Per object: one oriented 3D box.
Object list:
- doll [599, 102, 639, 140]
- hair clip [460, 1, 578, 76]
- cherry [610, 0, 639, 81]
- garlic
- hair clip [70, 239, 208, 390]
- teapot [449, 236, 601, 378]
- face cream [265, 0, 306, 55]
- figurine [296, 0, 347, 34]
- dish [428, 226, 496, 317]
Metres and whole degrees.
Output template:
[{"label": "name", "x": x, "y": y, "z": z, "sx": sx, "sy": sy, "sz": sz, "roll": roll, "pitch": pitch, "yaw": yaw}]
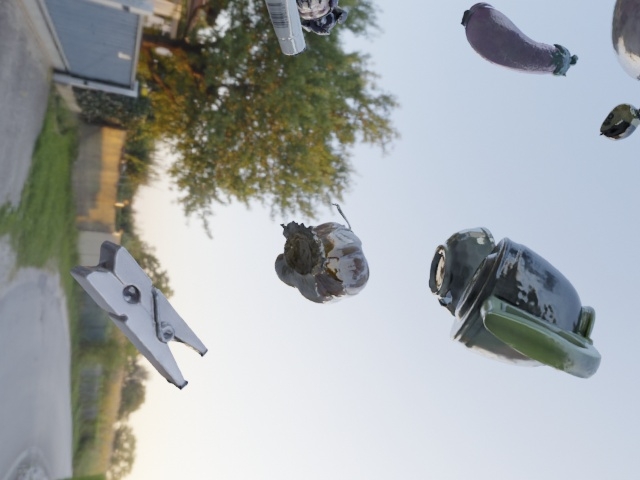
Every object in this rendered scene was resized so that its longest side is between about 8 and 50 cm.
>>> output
[{"label": "doll", "x": 0.814, "y": -0.327, "z": 1.213, "sx": 0.179, "sy": 0.102, "sz": 0.089, "roll": -35, "pitch": -92, "yaw": 27}, {"label": "hair clip", "x": 0.552, "y": -0.548, "z": 1.321, "sx": 0.110, "sy": 0.358, "sz": 0.096, "roll": 123, "pitch": -22, "yaw": -46}, {"label": "cherry", "x": 0.808, "y": -0.512, "z": 1.030, "sx": 0.326, "sy": 0.291, "sz": 0.335, "roll": 70, "pitch": 6, "yaw": -67}, {"label": "garlic", "x": 0.000, "y": 0.000, "z": 0.978, "sx": 0.207, "sy": 0.206, "sz": 0.257, "roll": 141, "pitch": -42, "yaw": -58}, {"label": "hair clip", "x": -0.326, "y": 0.147, "z": 0.884, "sx": 0.085, "sy": 0.101, "sz": 0.331, "roll": 18, "pitch": -37, "yaw": 37}, {"label": "teapot", "x": 0.404, "y": 0.131, "z": 0.889, "sx": 0.240, "sy": 0.239, "sz": 0.322, "roll": -59, "pitch": 166, "yaw": -14}, {"label": "face cream", "x": -0.087, "y": -0.509, "z": 0.973, "sx": 0.058, "sy": 0.092, "sz": 0.244, "roll": -58, "pitch": 149, "yaw": -29}, {"label": "figurine", "x": -0.016, "y": -0.669, "z": 1.251, "sx": 0.222, "sy": 0.145, "sz": 0.146, "roll": 35, "pitch": 52, "yaw": -67}, {"label": "dish", "x": 0.381, "y": 0.094, "z": 1.304, "sx": 0.303, "sy": 0.119, "sz": 0.304, "roll": -172, "pitch": -90, "yaw": -88}]
